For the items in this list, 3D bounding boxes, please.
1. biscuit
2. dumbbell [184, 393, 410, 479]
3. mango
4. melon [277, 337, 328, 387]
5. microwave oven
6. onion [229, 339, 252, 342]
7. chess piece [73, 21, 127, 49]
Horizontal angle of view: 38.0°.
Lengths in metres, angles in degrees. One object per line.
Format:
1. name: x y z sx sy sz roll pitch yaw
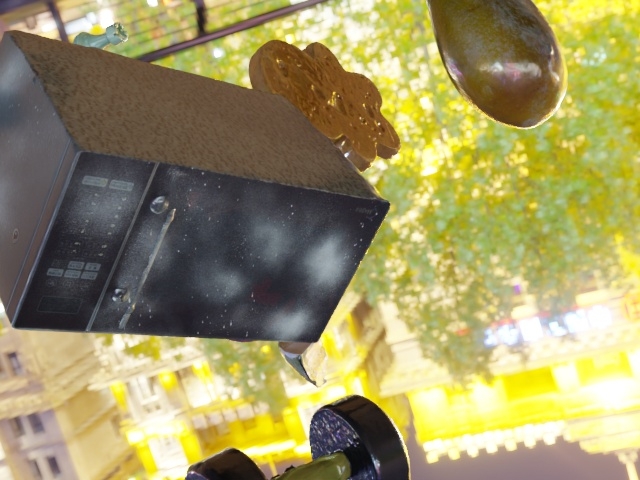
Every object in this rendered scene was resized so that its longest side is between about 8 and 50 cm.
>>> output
1. biscuit: 0.007 -0.244 1.672 0.052 0.275 0.355 -36 156 33
2. dumbbell: -0.034 0.389 1.478 0.322 0.204 0.203 -18 -172 -33
3. mango: 0.239 -0.300 1.344 0.192 0.316 0.146 -12 154 -45
4. melon: -0.040 0.269 2.198 0.139 0.202 0.093 29 -110 29
5. microwave oven: -0.195 -0.063 1.200 0.432 0.236 0.374 8 -151 -39
6. onion: -0.138 0.106 1.757 0.207 0.201 0.200 -20 -171 -35
7. chess piece: -0.439 -0.401 1.869 0.103 0.067 0.067 -18 -172 28
